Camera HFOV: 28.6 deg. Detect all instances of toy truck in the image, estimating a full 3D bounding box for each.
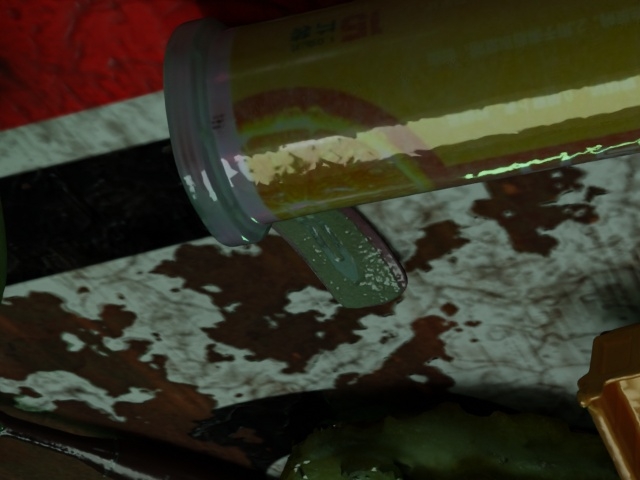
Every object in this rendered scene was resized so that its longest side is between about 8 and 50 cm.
[{"bbox_3d":[0.262,0.159,0.803,0.114,0.135,0.270,-17,117,27],"label":"toy truck"}]

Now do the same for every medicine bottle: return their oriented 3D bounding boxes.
[{"bbox_3d":[0.149,-0.086,0.527,0.426,0.108,0.108,-10,143,17],"label":"medicine bottle"}]

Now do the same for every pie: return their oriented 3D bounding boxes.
[{"bbox_3d":[0.135,0.227,0.971,0.355,0.103,0.288,8,140,-13],"label":"pie"}]

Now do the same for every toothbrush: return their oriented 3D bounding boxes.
[{"bbox_3d":[-0.115,0.187,0.995,0.364,0.041,0.041,24,140,-27],"label":"toothbrush"}]

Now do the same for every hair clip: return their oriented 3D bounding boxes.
[{"bbox_3d":[0.000,-0.001,0.730,0.054,0.022,0.137,-18,140,29],"label":"hair clip"}]

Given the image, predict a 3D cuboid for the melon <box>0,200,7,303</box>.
[{"bbox_3d":[-0.281,-0.008,0.539,0.308,0.271,0.272,16,144,-32],"label":"melon"}]
